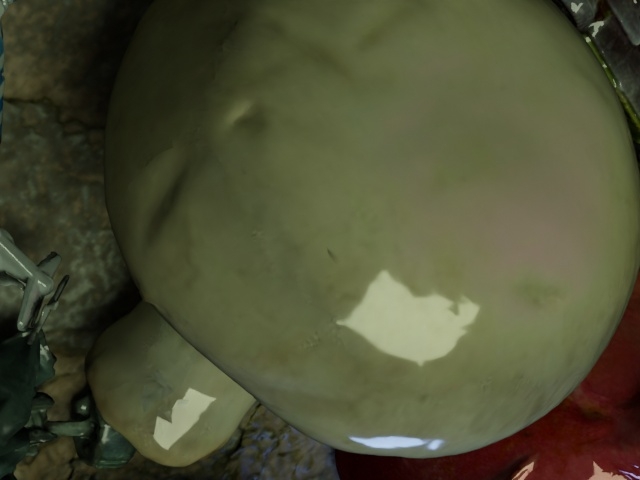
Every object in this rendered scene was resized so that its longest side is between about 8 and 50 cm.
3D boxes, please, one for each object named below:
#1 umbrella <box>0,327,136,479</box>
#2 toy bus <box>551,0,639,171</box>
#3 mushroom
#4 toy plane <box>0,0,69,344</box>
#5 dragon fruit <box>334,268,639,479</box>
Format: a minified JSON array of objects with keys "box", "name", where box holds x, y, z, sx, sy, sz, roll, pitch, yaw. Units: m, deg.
[{"box":[-0.257,0.120,1.011,0.349,0.094,0.143,4,124,-36],"name":"umbrella"},{"box":[0.188,-0.145,1.091,0.113,0.139,0.301,-40,123,-4],"name":"toy bus"},{"box":[0.005,-0.016,0.959,0.356,0.315,0.315,-36,130,-3],"name":"mushroom"},{"box":[-0.201,-0.084,0.940,0.273,0.107,0.182,73,28,-56],"name":"toy plane"},{"box":[0.180,0.155,1.209,0.305,0.226,0.305,-17,127,-24],"name":"dragon fruit"}]
